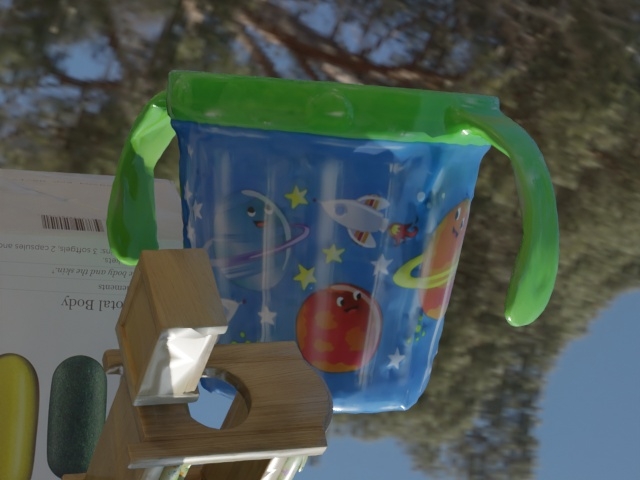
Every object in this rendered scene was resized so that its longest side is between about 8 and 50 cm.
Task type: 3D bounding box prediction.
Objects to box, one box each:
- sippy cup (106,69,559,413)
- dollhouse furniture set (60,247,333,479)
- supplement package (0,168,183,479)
[{"bbox_3d":[0.000,0.000,1.287,0.305,0.240,0.224,-163,-102,-66],"label":"sippy cup"},{"bbox_3d":[-0.032,0.121,0.791,0.182,0.101,0.161,115,-34,-47],"label":"dollhouse furniture set"},{"bbox_3d":[-0.219,0.093,1.532,0.198,0.199,0.263,-123,-142,-70],"label":"supplement package"}]
